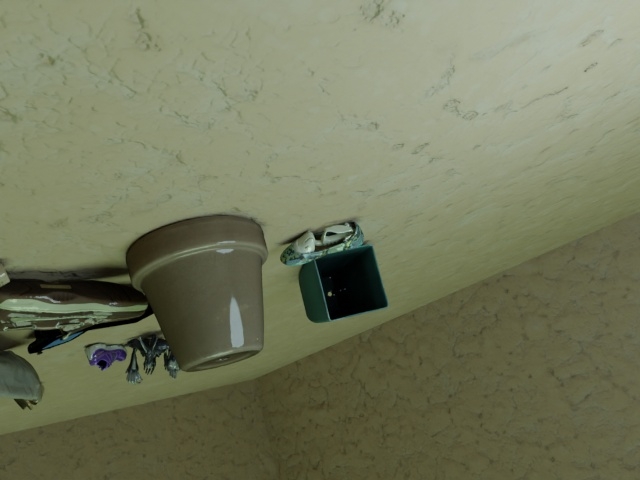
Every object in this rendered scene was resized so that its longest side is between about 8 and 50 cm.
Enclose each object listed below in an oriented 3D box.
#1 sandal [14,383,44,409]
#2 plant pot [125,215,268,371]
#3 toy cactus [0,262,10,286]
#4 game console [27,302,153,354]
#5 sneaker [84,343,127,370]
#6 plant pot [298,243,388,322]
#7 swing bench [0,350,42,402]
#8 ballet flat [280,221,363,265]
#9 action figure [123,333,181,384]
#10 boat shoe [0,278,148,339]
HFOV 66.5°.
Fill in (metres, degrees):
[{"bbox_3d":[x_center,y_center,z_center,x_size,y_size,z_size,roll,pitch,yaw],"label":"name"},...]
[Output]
[{"bbox_3d":[-0.970,0.511,1.634,0.079,0.088,0.240,-43,-171,-39],"label":"sandal"},{"bbox_3d":[-0.206,0.112,0.901,0.263,0.229,0.263,-15,162,-5],"label":"plant pot"},{"bbox_3d":[-0.556,0.085,0.710,0.181,0.112,0.219,-25,147,-32],"label":"toy cactus"},{"bbox_3d":[-0.532,0.195,1.084,0.213,0.043,0.361,-3,162,-47],"label":"game console"},{"bbox_3d":[-0.634,0.349,1.440,0.068,0.071,0.170,-20,162,7],"label":"sneaker"},{"bbox_3d":[0.035,0.130,1.287,0.166,0.165,0.234,-9,168,-24],"label":"plant pot"},{"bbox_3d":[-0.790,0.307,1.045,0.255,0.165,0.253,-19,162,-12],"label":"swing bench"},{"bbox_3d":[0.000,0.000,1.049,0.188,0.070,0.070,-17,162,-7],"label":"ballet flat"},{"bbox_3d":[-0.509,0.369,1.508,0.164,0.140,0.275,-2,161,-9],"label":"action figure"},{"bbox_3d":[-0.451,0.128,0.884,0.258,0.095,0.095,10,106,-34],"label":"boat shoe"}]
